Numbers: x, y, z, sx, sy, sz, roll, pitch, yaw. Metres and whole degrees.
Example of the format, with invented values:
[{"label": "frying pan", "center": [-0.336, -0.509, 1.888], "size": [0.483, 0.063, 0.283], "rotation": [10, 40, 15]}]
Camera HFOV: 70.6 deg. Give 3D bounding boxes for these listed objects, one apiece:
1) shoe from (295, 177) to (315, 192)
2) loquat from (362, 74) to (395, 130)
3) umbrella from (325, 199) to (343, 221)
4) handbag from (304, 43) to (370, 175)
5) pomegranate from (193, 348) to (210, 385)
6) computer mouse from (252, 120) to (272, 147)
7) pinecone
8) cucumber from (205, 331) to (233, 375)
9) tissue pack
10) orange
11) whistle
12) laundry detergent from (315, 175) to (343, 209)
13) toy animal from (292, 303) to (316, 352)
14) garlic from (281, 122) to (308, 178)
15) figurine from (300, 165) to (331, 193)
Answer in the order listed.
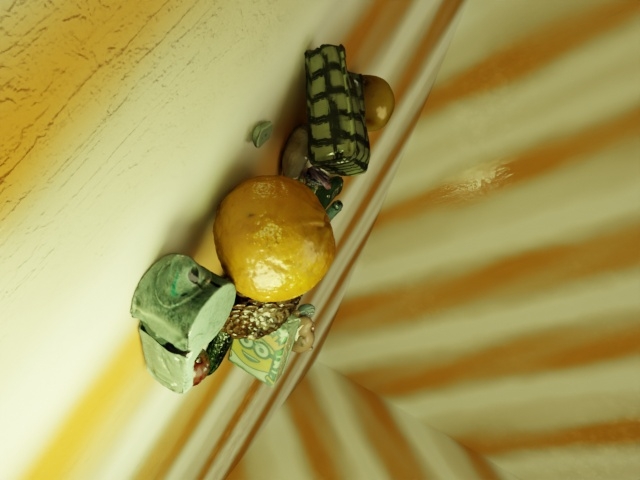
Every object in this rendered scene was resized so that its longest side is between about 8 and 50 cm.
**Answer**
[{"label": "shoe", "center": [-0.113, -0.088, 1.504], "size": [0.262, 0.128, 0.140], "rotation": [-53, 162, 21]}, {"label": "loquat", "center": [0.168, -0.496, 1.646], "size": [0.208, 0.208, 0.208], "rotation": [-57, 165, -25]}, {"label": "umbrella", "center": [0.014, -0.093, 1.962], "size": [0.250, 0.052, 0.053], "rotation": [-44, -142, 42]}, {"label": "handbag", "center": [0.055, -0.368, 1.354], "size": [0.325, 0.162, 0.327], "rotation": [-14, 99, -76]}, {"label": "pomegranate", "center": [-0.406, 0.380, 1.336], "size": [0.159, 0.129, 0.129], "rotation": [-37, 167, 4]}, {"label": "computer mouse", "center": [-0.156, -0.283, 1.191], "size": [0.110, 0.032, 0.056], "rotation": [-61, 171, -56]}, {"label": "pinecone", "center": [-0.193, 0.170, 1.436], "size": [0.298, 0.242, 0.296], "rotation": [-47, -175, 48]}, {"label": "cucumber", "center": [-0.357, 0.373, 1.576], "size": [0.242, 0.074, 0.074], "rotation": [-65, 166, 13]}, {"label": "tissue pack", "center": [-0.224, 0.383, 1.750], "size": [0.128, 0.227, 0.311], "rotation": [-43, 154, -53]}, {"label": "orange", "center": [-0.111, -0.011, 1.191], "size": [0.340, 0.293, 0.341], "rotation": [-18, 90, -74]}, {"label": "whistle", "center": [-0.351, 0.213, 1.101], "size": [0.405, 0.168, 0.188], "rotation": [-67, 166, 12]}, {"label": "laundry detergent", "center": [0.039, -0.209, 1.945], "size": [0.222, 0.078, 0.144], "rotation": [-50, 170, -52]}, {"label": "toy animal", "center": [-0.136, 0.414, 2.150], "size": [0.210, 0.220, 0.230], "rotation": [60, 31, -72]}, {"label": "garlic", "center": [-0.068, -0.279, 1.416], "size": [0.101, 0.086, 0.196], "rotation": [-55, 167, -82]}, {"label": "figurine", "center": [-0.035, -0.204, 1.656], "size": [0.126, 0.114, 0.157], "rotation": [10, 141, -44]}]
